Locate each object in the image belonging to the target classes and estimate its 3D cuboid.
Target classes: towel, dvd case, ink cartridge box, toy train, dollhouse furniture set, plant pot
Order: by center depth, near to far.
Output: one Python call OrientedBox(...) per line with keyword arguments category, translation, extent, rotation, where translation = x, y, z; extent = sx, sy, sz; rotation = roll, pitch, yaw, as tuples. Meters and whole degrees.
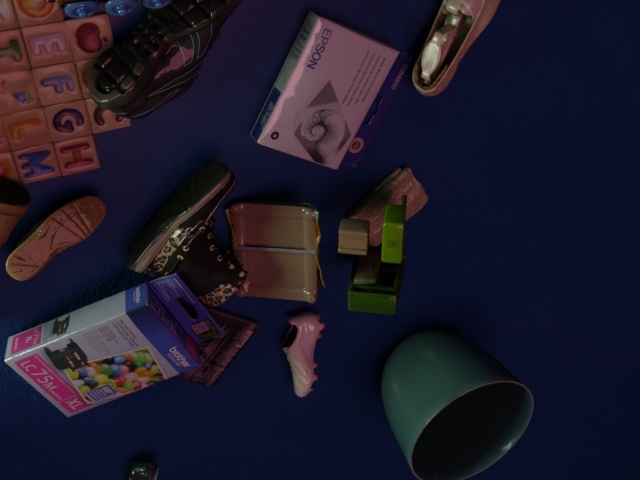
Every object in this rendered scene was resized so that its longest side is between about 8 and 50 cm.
OrientedBox(category="toy train", translation=(-0.254, -0.334, 0.941), extent=(0.184, 0.080, 0.105), rotation=(-14, 171, -20))
OrientedBox(category="ink cartridge box", translation=(0.030, -0.227, 1.218), extent=(0.224, 0.045, 0.223), rotation=(13, 116, -34))
OrientedBox(category="ink cartridge box", translation=(-0.337, 0.179, 1.266), extent=(0.311, 0.065, 0.185), rotation=(-23, 132, 5))
OrientedBox(category="dollhouse furniture set", translation=(0.000, 0.000, 1.344), extent=(0.302, 0.151, 0.197), rotation=(5, 120, 8))
OrientedBox(category="dvd case", translation=(-0.243, 0.187, 1.394), extent=(0.221, 0.018, 0.164), rotation=(24, 111, -39))
OrientedBox(category="towel", translation=(0.127, -0.062, 1.402), extent=(0.148, 0.027, 0.110), rotation=(-40, 131, 4))
OrientedBox(category="plant pot", translation=(0.267, 0.334, 1.625), extent=(0.293, 0.235, 0.293), rotation=(-14, 128, -18))

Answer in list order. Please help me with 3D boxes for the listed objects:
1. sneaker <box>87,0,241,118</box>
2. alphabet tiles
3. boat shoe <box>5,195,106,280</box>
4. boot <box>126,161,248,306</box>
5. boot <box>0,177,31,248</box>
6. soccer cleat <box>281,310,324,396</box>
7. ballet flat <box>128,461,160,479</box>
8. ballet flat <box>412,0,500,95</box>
OrientedBox(category="sneaker", translation=(-0.202, -0.274, 1.047), extent=(0.267, 0.101, 0.106), rotation=(-42, 157, 1))
OrientedBox(category="alphabet tiles", translation=(-0.440, -0.195, 1.016), extent=(0.343, 0.011, 0.285), rotation=(-15, 129, -18))
OrientedBox(category="boat shoe", translation=(-0.402, -0.012, 1.138), extent=(0.170, 0.059, 0.063), rotation=(-39, 119, -12))
OrientedBox(category="boot", translation=(-0.179, -0.004, 1.235), extent=(0.236, 0.085, 0.179), rotation=(-44, 125, 16))
OrientedBox(category="boot", translation=(-0.558, 0.020, 1.052), extent=(0.236, 0.089, 0.269), rotation=(19, 117, -36))
OrientedBox(category="soccer cleat", translation=(-0.044, 0.226, 1.501), extent=(0.076, 0.068, 0.196), rotation=(-2, 117, -21))
OrientedBox(category="ballet flat", translation=(-0.364, 0.521, 1.548), extent=(0.074, 0.074, 0.203), rotation=(-10, 133, -22))
OrientedBox(category="ballet flat", translation=(0.214, -0.342, 1.198), extent=(0.086, 0.086, 0.248), rotation=(8, 118, -32))
